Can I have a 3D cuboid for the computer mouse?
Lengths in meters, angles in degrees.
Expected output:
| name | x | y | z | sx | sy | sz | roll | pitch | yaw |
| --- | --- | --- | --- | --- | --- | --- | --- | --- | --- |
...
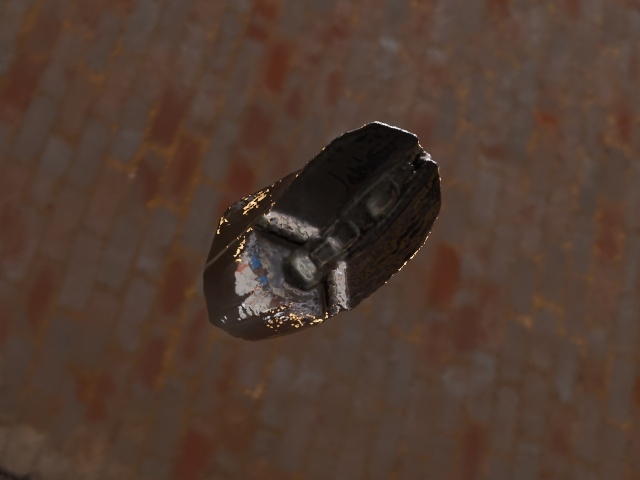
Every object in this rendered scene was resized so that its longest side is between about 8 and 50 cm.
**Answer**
| name | x | y | z | sx | sy | sz | roll | pitch | yaw |
| --- | --- | --- | --- | --- | --- | --- | --- | --- | --- |
| computer mouse | 0.000 | 0.000 | 1.268 | 0.106 | 0.192 | 0.062 | 51 | -176 | -18 |
